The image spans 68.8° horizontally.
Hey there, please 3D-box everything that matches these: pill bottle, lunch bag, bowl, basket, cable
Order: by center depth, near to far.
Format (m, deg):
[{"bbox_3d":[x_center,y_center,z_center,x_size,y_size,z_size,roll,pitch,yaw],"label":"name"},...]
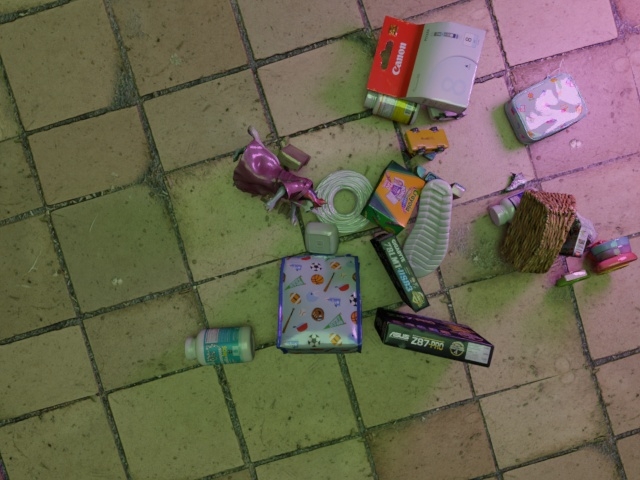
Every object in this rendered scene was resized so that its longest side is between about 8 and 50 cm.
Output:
[{"bbox_3d":[0.872,-0.021,1.781,0.223,0.213,0.299,5,117,-13],"label":"basket"},{"bbox_3d":[0.002,0.243,1.834,0.327,0.239,0.386,-2,69,1],"label":"lunch bag"},{"bbox_3d":[0.287,-0.548,1.879,0.214,0.117,0.117,17,91,-1],"label":"pill bottle"},{"bbox_3d":[0.000,0.000,1.884,0.142,0.053,0.142,6,124,12],"label":"bowl"},{"bbox_3d":[-0.404,0.427,1.886,0.264,0.146,0.146,-5,91,0],"label":"pill bottle"},{"bbox_3d":[0.907,-0.536,1.887,0.279,0.108,0.224,-26,86,-1],"label":"lunch bag"},{"bbox_3d":[0.790,-0.132,1.893,0.186,0.112,0.112,-23,91,1],"label":"pill bottle"},{"bbox_3d":[0.097,-0.156,1.904,0.257,0.089,0.257,-44,92,0],"label":"cable"}]

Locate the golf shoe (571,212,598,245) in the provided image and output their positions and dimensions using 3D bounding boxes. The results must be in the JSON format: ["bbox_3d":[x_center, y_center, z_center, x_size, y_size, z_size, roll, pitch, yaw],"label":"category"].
[{"bbox_3d":[1.079,-0.069,1.930,0.086,0.069,0.176,-34,94,-19],"label":"golf shoe"}]

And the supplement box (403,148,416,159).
[{"bbox_3d":[0.377,-0.365,1.900,0.055,0.083,0.043,-39,92,1],"label":"supplement box"}]

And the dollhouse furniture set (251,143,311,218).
[{"bbox_3d":[-0.155,-0.252,1.899,0.212,0.161,0.242,31,113,-1],"label":"dollhouse furniture set"}]

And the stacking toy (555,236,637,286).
[{"bbox_3d":[1.055,0.072,1.833,0.279,0.309,0.130,-21,72,16],"label":"stacking toy"}]

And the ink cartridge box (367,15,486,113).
[{"bbox_3d":[0.401,-0.684,1.776,0.384,0.091,0.308,15,88,-1],"label":"ink cartridge box"}]

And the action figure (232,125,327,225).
[{"bbox_3d":[-0.141,-0.218,1.748,0.370,0.248,0.276,21,86,5],"label":"action figure"}]

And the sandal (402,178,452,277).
[{"bbox_3d":[0.448,-0.043,1.889,0.169,0.102,0.416,19,110,14],"label":"sandal"}]

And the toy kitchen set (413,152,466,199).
[{"bbox_3d":[0.504,-0.289,1.884,0.207,0.122,0.166,31,91,-1],"label":"toy kitchen set"}]

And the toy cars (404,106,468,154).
[{"bbox_3d":[0.446,-0.451,1.851,0.176,0.087,0.394,39,62,-8],"label":"toy cars"}]

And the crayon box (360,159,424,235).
[{"bbox_3d":[0.286,-0.168,1.832,0.165,0.081,0.278,33,54,-4],"label":"crayon box"}]

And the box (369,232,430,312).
[{"bbox_3d":[0.300,0.114,1.808,0.073,0.293,0.296,-28,91,2],"label":"box"}]

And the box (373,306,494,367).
[{"bbox_3d":[0.419,0.365,1.801,0.394,0.318,0.097,12,91,1],"label":"box"}]

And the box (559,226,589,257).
[{"bbox_3d":[0.975,0.005,1.849,0.036,0.207,0.114,16,91,-1],"label":"box"}]

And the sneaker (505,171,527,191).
[{"bbox_3d":[0.796,-0.249,1.930,0.098,0.038,0.069,-27,90,-9],"label":"sneaker"}]

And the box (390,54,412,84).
[{"bbox_3d":[0.381,-0.677,1.878,0.203,0.114,0.103,-12,89,1],"label":"box"}]
